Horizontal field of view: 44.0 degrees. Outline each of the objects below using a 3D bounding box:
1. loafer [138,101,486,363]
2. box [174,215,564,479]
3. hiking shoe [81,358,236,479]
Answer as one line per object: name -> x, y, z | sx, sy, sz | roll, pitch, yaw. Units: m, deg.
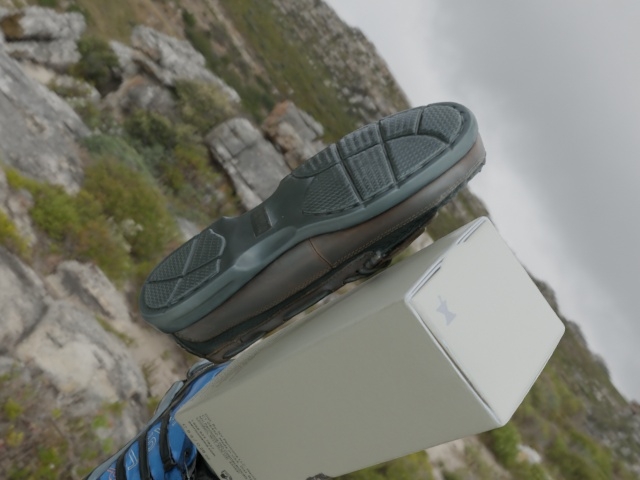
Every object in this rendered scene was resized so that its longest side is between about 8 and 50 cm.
loafer -> 0.000, 0.000, 0.558 | 0.084, 0.267, 0.096 | 51, 17, -34
box -> 0.020, 0.094, 0.552 | 0.094, 0.275, 0.113 | 54, 46, -3
hiking shoe -> -0.136, 0.215, 0.680 | 0.113, 0.304, 0.132 | 41, -34, -15
